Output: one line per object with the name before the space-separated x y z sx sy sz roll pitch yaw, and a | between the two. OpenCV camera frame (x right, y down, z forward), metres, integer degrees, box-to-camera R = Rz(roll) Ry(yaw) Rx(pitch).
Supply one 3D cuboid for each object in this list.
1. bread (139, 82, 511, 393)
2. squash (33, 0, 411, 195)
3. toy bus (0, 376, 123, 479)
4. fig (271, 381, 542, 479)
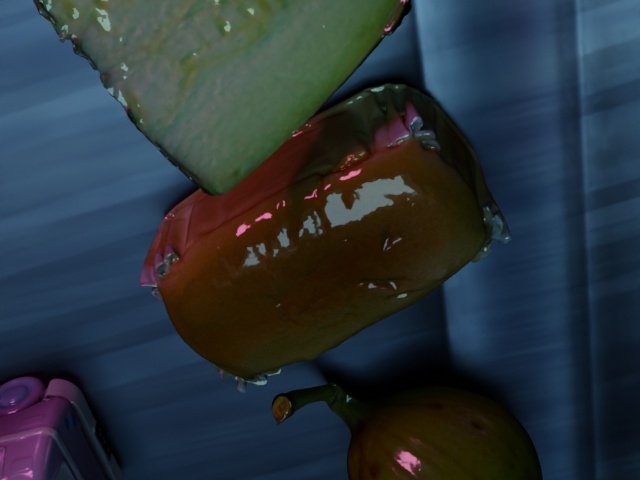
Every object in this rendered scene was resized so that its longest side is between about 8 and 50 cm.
bread | 0.000 0.000 1.236 0.241 0.107 0.136 -29 121 20
squash | -0.051 -0.182 1.090 0.155 0.204 0.237 -15 124 38
toy bus | -0.268 0.206 1.357 0.202 0.142 0.142 -15 123 12
fig | 0.072 0.176 1.345 0.186 0.148 0.142 36 143 25
